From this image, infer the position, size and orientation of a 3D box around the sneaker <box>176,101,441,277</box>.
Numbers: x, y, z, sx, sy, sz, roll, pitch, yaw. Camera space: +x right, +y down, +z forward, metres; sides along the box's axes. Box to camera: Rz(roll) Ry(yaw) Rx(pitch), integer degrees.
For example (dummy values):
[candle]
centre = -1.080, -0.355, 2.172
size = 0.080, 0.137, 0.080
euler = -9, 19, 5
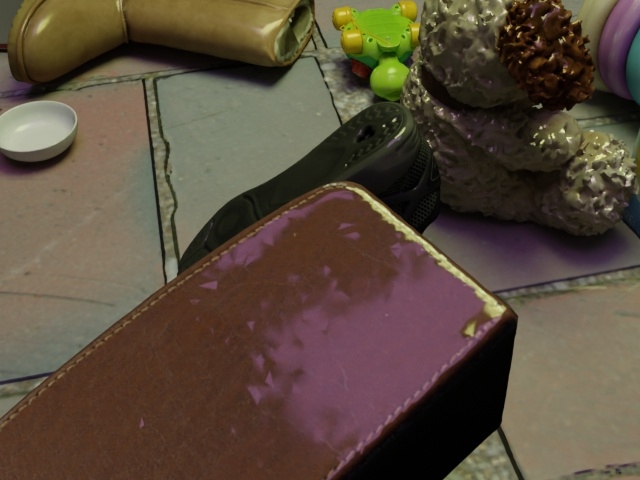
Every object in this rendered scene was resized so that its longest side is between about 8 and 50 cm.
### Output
[sneaker]
centre = 0.000, 0.000, 0.648
size = 0.227, 0.130, 0.087
euler = -34, 38, 7

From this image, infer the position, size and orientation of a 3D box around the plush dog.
[plush dog]
centre = 0.135, -0.139, 0.678
size = 0.210, 0.225, 0.262
euler = -12, 46, -11

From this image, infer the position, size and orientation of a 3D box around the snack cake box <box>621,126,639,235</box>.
[snack cake box]
centre = 0.342, -0.005, 0.589
size = 0.089, 0.152, 0.264
euler = -15, 45, -12

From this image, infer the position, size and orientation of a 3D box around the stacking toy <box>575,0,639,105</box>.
[stacking toy]
centre = 0.377, -0.139, 0.707
size = 0.141, 0.141, 0.330
euler = -19, 40, -17

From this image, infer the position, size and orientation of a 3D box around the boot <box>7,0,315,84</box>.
[boot]
centre = -0.168, -0.231, 0.881
size = 0.269, 0.089, 0.236
euler = 14, 47, 13

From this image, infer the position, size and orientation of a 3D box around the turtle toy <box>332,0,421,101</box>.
[turtle toy]
centre = 0.066, -0.203, 0.859
size = 0.095, 0.066, 0.130
euler = -7, 45, -6

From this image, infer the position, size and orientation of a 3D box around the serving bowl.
[serving bowl]
centre = -0.280, -0.103, 0.794
size = 0.083, 0.027, 0.083
euler = -1, 44, 1

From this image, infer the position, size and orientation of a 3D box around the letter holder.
[letter holder]
centre = -0.082, 0.099, 0.425
size = 0.302, 0.152, 0.214
euler = -39, 61, -14

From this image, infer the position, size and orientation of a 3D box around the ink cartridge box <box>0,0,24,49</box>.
[ink cartridge box]
centre = -0.396, -0.354, 0.992
size = 0.196, 0.114, 0.273
euler = 0, 45, 3
